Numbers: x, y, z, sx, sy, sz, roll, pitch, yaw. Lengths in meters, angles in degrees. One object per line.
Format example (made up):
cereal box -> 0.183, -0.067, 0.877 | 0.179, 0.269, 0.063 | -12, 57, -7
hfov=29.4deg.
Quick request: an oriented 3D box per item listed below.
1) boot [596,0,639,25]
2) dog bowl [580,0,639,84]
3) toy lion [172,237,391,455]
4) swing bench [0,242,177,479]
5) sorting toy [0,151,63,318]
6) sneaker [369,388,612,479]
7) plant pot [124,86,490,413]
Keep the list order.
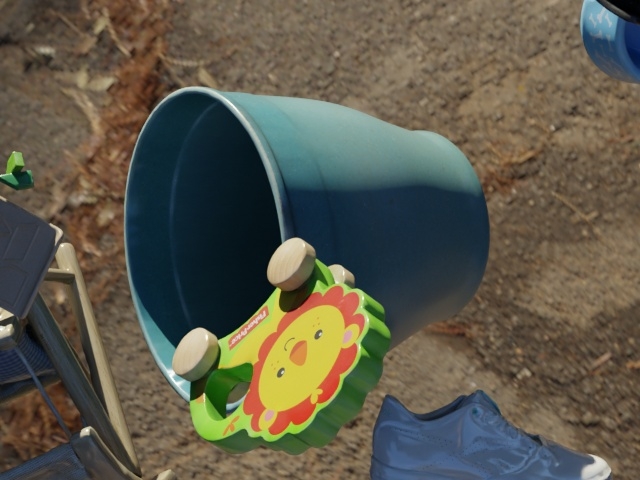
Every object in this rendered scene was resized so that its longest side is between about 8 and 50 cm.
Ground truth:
boot -> 0.411, -0.195, 1.070 | 0.338, 0.118, 0.222 | 30, 39, 36
dog bowl -> 0.376, -0.297, 1.285 | 0.165, 0.297, 0.074 | 0, 26, -10
toy lion -> -0.015, 0.052, 0.500 | 0.100, 0.034, 0.096 | -42, 32, 19
swing bench -> -0.302, 0.164, 1.061 | 0.253, 0.165, 0.255 | -25, 83, 9
sorting toy -> -0.173, -0.005, 0.685 | 0.062, 0.012, 0.083 | 29, 100, 9
sneaker -> 0.151, 0.177, 1.063 | 0.212, 0.080, 0.094 | 5, 94, 2
plant pot -> 0.000, 0.000, 1.081 | 0.271, 0.255, 0.272 | 10, 103, 54
